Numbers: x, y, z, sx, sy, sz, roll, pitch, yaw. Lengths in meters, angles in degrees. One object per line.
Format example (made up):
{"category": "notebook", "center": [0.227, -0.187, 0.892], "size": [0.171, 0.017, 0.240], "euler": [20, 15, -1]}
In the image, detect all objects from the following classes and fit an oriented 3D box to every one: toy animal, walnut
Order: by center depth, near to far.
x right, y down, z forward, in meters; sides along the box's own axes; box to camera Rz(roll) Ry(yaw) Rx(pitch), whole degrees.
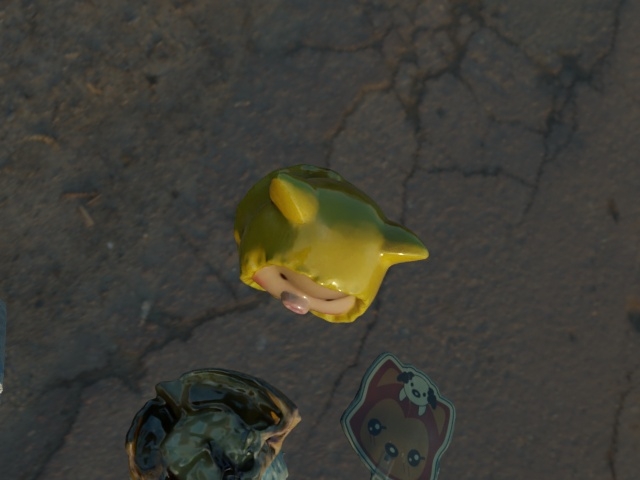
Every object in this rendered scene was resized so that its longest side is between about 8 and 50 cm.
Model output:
{"category": "toy animal", "center": [-0.005, -0.002, 1.035], "size": [0.156, 0.230, 0.156], "euler": [0, 91, -14]}
{"category": "walnut", "center": [-0.139, 0.282, 1.386], "size": [0.204, 0.141, 0.238], "euler": [11, 54, 0]}

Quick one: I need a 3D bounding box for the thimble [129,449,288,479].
{"category": "thimble", "center": [-0.178, 0.371, 1.817], "size": [0.250, 0.205, 0.171], "euler": [-29, 100, -28]}

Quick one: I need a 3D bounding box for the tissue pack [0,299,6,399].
{"category": "tissue pack", "center": [-0.538, 0.189, 1.673], "size": [0.145, 0.159, 0.229], "euler": [48, 9, -30]}

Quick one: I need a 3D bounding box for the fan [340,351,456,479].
{"category": "fan", "center": [0.069, 0.223, 1.160], "size": [0.132, 0.009, 0.220], "euler": [40, 55, -14]}
